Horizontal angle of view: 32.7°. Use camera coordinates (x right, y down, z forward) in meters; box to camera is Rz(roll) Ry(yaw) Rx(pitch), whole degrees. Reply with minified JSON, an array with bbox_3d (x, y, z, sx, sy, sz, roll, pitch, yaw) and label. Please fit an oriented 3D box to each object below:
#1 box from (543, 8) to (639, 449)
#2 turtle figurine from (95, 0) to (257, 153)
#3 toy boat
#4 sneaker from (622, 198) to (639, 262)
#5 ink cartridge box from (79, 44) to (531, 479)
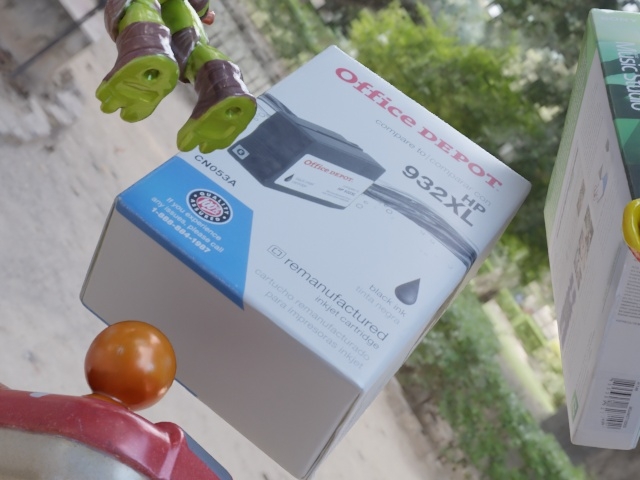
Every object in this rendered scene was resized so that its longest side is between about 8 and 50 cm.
[{"bbox_3d":[0.246,-0.021,0.925,0.322,0.058,0.232,-84,178,-51],"label":"box"},{"bbox_3d":[-0.106,-0.164,0.712,0.269,0.087,0.217,42,23,-59],"label":"turtle figurine"},{"bbox_3d":[-0.143,0.118,0.691,0.151,0.231,0.151,52,51,-37],"label":"toy boat"},{"bbox_3d":[0.237,-0.010,0.538,0.067,0.175,0.064,22,58,-55],"label":"sneaker"},{"bbox_3d":[0.000,0.000,0.875,0.223,0.129,0.307,37,43,9],"label":"ink cartridge box"}]
